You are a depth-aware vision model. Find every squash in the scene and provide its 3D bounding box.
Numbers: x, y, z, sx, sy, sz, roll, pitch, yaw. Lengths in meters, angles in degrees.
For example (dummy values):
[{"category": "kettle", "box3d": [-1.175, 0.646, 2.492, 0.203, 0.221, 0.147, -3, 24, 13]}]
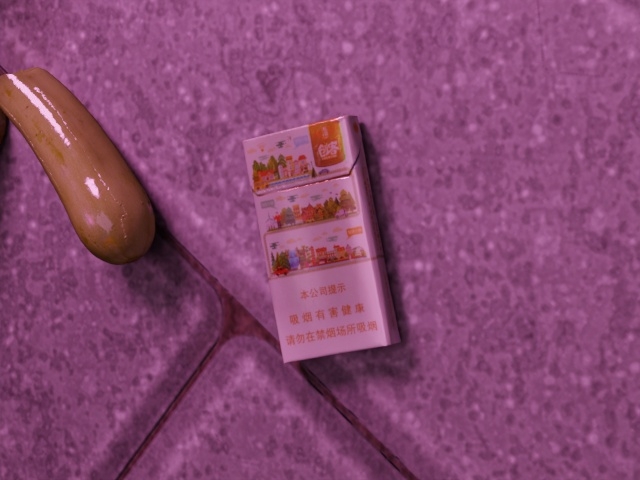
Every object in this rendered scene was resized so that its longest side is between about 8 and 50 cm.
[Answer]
[{"category": "squash", "box3d": [-0.249, -0.080, 1.801, 0.083, 0.083, 0.250, -44, 71, 23]}]

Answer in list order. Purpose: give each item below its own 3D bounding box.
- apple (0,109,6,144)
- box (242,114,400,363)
[{"category": "apple", "box3d": [-0.511, -0.148, 1.912, 0.346, 0.254, 0.179, 19, 142, 26]}, {"category": "box", "box3d": [0.000, 0.000, 1.696, 0.122, 0.032, 0.220, -12, 87, 28]}]
